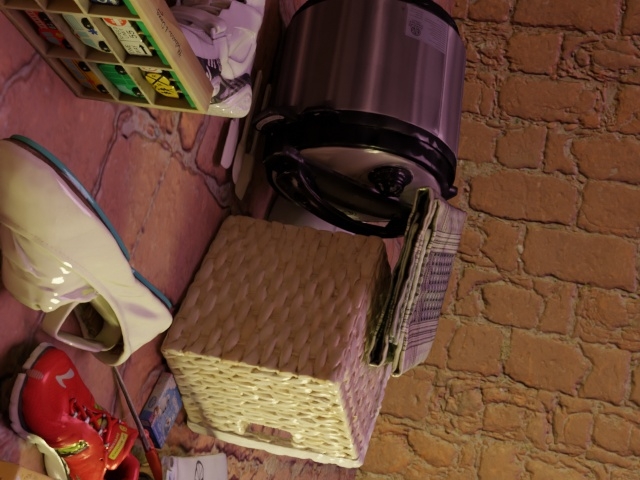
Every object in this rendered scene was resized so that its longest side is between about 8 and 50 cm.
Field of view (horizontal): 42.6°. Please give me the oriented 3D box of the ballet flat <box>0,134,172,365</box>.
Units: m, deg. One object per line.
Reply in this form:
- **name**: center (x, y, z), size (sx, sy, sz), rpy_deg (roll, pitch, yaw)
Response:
- **ballet flat**: center (-0.277, 0.044, 0.927), size (0.400, 0.139, 0.139), rpy_deg (73, 30, -60)

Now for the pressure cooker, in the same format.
- **pressure cooker**: center (0.078, -0.215, 1.541), size (0.375, 0.370, 0.420), rpy_deg (69, 26, -67)

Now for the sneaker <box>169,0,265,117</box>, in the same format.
- **sneaker**: center (-0.169, -0.290, 1.082), size (0.366, 0.138, 0.210), rpy_deg (5, 94, -80)

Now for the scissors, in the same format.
- **scissors**: center (-0.255, 0.309, 1.223), size (0.297, 0.021, 0.109), rpy_deg (85, -18, -44)

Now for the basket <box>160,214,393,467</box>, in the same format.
- **basket**: center (-0.051, 0.163, 1.418), size (0.266, 0.329, 0.331), rpy_deg (80, 25, -46)

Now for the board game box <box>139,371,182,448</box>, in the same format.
- **board game box**: center (-0.255, 0.273, 1.317), size (0.090, 0.020, 0.090), rpy_deg (83, 20, -47)

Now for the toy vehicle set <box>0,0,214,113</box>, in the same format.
- **toy vehicle set**: center (-0.228, -0.219, 0.832), size (0.267, 0.166, 0.035), rpy_deg (62, 39, -65)

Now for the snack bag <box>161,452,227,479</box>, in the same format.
- **snack bag**: center (-0.198, 0.500, 1.284), size (0.342, 0.037, 0.323), rpy_deg (62, 26, -74)

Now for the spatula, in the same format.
- **spatula**: center (-0.134, -0.210, 1.483), size (0.168, 0.019, 0.242), rpy_deg (61, 37, -65)

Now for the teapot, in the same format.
- **teapot**: center (0.000, 0.000, 1.771), size (0.252, 0.187, 0.255), rpy_deg (40, 59, -73)

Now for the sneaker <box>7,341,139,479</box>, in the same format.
- **sneaker**: center (-0.282, 0.221, 0.993), size (0.279, 0.118, 0.107), rpy_deg (82, 22, -48)

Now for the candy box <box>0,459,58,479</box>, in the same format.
- **candy box**: center (-0.328, 0.269, 0.872), size (0.186, 0.109, 0.053), rpy_deg (66, 36, -63)

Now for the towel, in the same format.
- **towel**: center (0.184, 0.075, 1.426), size (0.324, 0.056, 0.312), rpy_deg (12, 95, -69)

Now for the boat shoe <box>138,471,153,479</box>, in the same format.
- **boat shoe**: center (-0.288, 0.434, 1.123), size (0.301, 0.108, 0.102), rpy_deg (-62, 151, -66)
